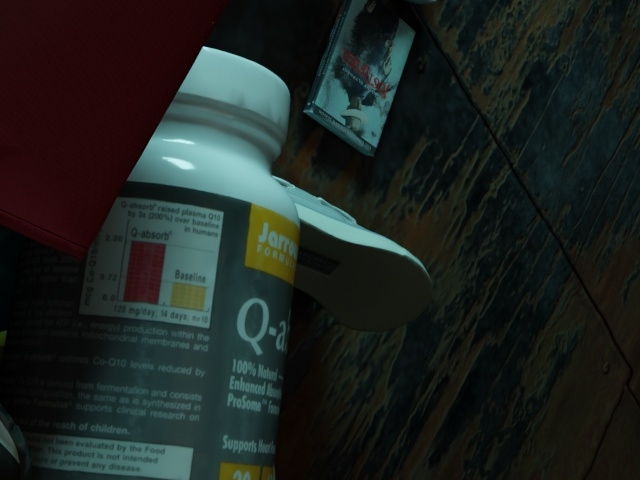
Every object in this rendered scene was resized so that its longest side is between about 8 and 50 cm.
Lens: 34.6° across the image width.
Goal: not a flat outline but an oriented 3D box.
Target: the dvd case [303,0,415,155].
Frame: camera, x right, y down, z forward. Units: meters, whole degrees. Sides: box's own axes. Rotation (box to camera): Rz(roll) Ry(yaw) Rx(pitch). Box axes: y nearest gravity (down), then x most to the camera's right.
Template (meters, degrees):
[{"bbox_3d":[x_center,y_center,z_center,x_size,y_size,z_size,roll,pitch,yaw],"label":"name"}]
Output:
[{"bbox_3d":[0.035,-0.141,0.856,0.087,0.013,0.119,31,75,-45],"label":"dvd case"}]

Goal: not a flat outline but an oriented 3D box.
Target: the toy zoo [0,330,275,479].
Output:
[{"bbox_3d":[-0.148,0.141,0.700,0.293,0.030,0.192,-13,106,-45],"label":"toy zoo"}]

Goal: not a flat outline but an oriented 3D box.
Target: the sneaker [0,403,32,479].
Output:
[{"bbox_3d":[-0.260,0.060,0.465,0.272,0.100,0.108,29,69,-14],"label":"sneaker"}]

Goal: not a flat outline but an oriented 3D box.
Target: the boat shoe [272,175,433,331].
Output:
[{"bbox_3d":[-0.001,0.001,0.791,0.228,0.081,0.079,27,115,-40],"label":"boat shoe"}]

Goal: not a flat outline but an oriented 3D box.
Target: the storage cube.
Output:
[{"bbox_3d":[-0.177,-0.133,0.482,0.215,0.184,0.193,32,86,-44],"label":"storage cube"}]

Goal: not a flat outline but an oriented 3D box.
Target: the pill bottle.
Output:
[{"bbox_3d":[-0.097,0.037,0.601,0.162,0.162,0.278,19,74,-47],"label":"pill bottle"}]

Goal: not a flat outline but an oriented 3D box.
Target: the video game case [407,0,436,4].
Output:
[{"bbox_3d":[0.039,-0.292,0.807,0.201,0.023,0.183,-3,98,-53],"label":"video game case"}]
